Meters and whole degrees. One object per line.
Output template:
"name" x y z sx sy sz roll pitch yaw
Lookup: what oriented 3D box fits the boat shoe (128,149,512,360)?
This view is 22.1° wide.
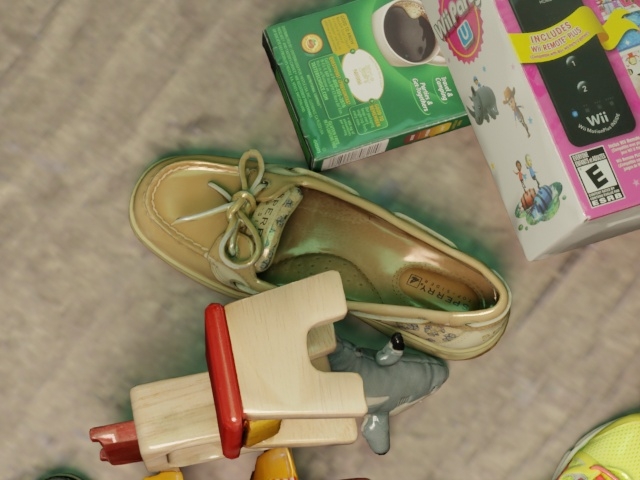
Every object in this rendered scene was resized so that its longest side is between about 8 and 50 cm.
"boat shoe" 0.000 0.000 1.151 0.285 0.089 0.104 17 77 5

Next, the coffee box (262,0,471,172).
"coffee box" 0.062 -0.127 1.201 0.184 0.040 0.113 -19 76 -8

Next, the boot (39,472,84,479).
"boot" -0.230 0.247 1.046 0.085 0.178 0.236 36 80 10

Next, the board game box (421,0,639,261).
"board game box" 0.202 -0.164 1.160 0.224 0.097 0.303 -17 75 -20

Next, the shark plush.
"shark plush" 0.030 0.077 1.104 0.067 0.161 0.073 -29 48 13

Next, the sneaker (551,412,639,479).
"sneaker" 0.172 0.198 1.094 0.081 0.094 0.208 39 78 12

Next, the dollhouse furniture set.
"dollhouse furniture set" -0.052 0.174 0.965 0.152 0.374 0.201 -11 74 -6
